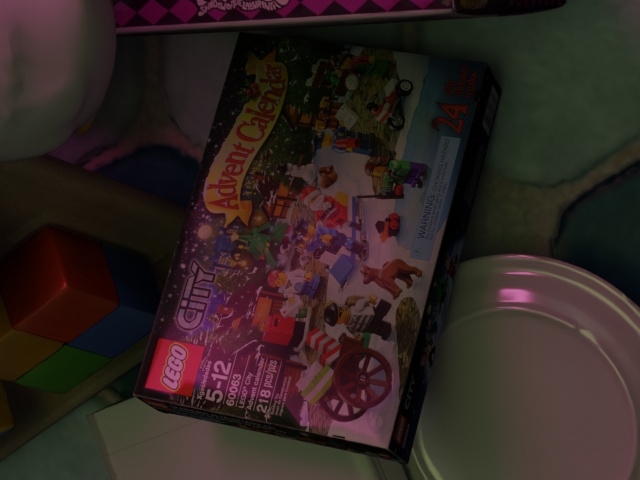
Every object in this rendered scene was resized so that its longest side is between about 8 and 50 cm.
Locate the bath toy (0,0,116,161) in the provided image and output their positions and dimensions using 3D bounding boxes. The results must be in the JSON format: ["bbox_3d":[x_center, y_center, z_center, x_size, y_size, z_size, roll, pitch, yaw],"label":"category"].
[{"bbox_3d":[-0.228,-0.161,0.898,0.348,0.129,0.151,52,133,34],"label":"bath toy"}]

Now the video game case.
[{"bbox_3d":[-0.003,-0.138,1.004,0.232,0.210,0.041,0,97,23],"label":"video game case"}]

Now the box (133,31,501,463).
[{"bbox_3d":[0.000,0.000,1.060,0.159,0.044,0.233,9,75,20],"label":"box"}]

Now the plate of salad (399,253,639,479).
[{"bbox_3d":[0.123,0.103,1.073,0.200,0.048,0.199,5,103,23],"label":"plate of salad"}]

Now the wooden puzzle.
[{"bbox_3d":[-0.257,0.060,1.078,0.322,0.348,0.080,-35,55,23],"label":"wooden puzzle"}]

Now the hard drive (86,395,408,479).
[{"bbox_3d":[-0.013,0.221,1.134,0.203,0.040,0.307,-23,88,36],"label":"hard drive"}]
